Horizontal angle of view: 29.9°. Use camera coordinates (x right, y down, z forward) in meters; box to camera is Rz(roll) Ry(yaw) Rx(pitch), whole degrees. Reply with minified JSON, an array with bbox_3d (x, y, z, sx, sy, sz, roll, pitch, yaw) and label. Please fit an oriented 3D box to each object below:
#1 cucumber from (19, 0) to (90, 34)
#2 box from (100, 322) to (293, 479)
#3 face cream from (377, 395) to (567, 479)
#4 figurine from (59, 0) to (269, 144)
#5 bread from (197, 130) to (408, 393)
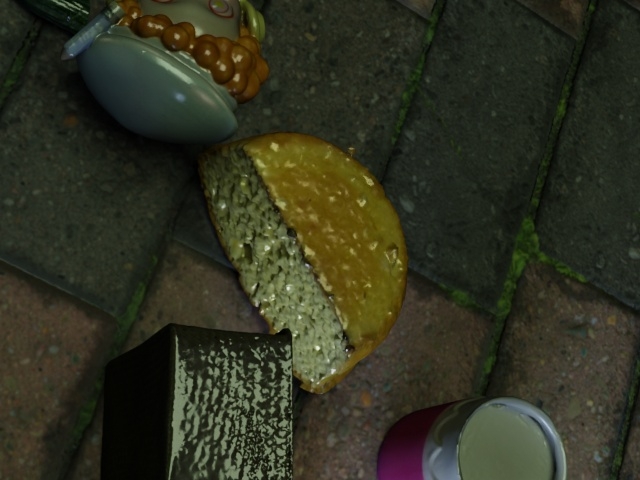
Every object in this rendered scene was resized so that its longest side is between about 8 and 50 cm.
[{"bbox_3d":[-0.335,-0.298,1.487,0.105,0.048,0.048,26,65,-19],"label":"cucumber"},{"bbox_3d":[-0.141,0.202,1.320,0.143,0.273,0.184,8,71,-23],"label":"box"},{"bbox_3d":[0.189,0.288,1.513,0.175,0.195,0.175,7,74,-26],"label":"face cream"},{"bbox_3d":[-0.159,-0.272,1.509,0.225,0.205,0.381,26,48,-6],"label":"figurine"},{"bbox_3d":[0.000,0.000,1.495,0.179,0.194,0.340,-25,84,-29],"label":"bread"}]
